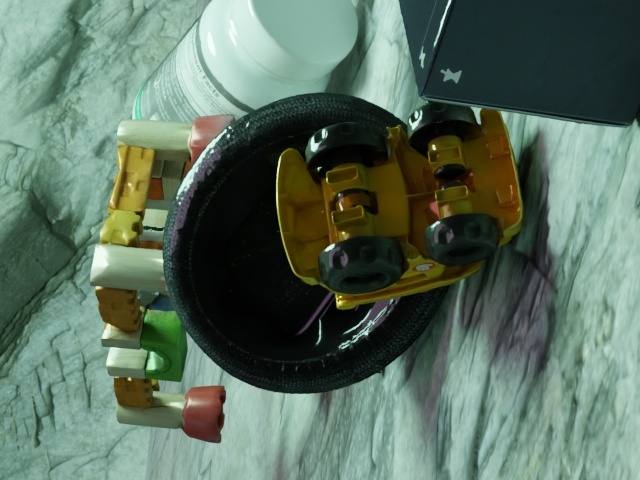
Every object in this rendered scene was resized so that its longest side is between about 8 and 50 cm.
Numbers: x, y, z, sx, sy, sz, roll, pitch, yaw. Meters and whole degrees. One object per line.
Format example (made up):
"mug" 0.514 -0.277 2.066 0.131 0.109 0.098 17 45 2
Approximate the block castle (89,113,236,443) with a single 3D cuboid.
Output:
"block castle" -0.177 0.057 2.082 0.453 0.213 0.303 92 -176 -55

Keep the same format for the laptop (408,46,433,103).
"laptop" 0.162 -0.296 1.550 0.264 0.136 0.234 -25 56 45

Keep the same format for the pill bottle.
"pill bottle" -0.109 -0.236 2.107 0.361 0.204 0.204 -39 44 50

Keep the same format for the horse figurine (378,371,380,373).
"horse figurine" 0.050 0.019 1.764 0.174 0.066 0.263 -168 87 -70

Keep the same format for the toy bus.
"toy bus" 0.092 -0.013 1.409 0.211 0.220 0.149 53 -154 -60

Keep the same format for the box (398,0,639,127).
"box" 0.179 -0.317 1.119 0.312 0.179 0.343 -97 18 -48

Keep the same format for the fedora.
"fedora" 0.000 0.000 1.607 0.152 0.334 0.334 -24 -56 -73
